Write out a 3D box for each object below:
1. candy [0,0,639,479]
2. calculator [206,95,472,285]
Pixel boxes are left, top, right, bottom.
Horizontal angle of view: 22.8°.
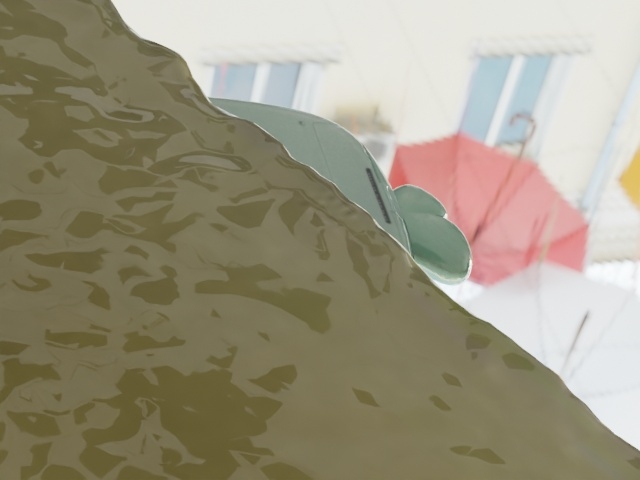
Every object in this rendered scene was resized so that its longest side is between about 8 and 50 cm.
[{"bbox_3d":[-0.071,0.055,0.427,0.179,0.135,0.320,-24,-128,-38],"label":"candy"},{"bbox_3d":[-0.042,-0.018,0.938,0.295,0.042,0.184,5,-136,-25],"label":"calculator"}]
